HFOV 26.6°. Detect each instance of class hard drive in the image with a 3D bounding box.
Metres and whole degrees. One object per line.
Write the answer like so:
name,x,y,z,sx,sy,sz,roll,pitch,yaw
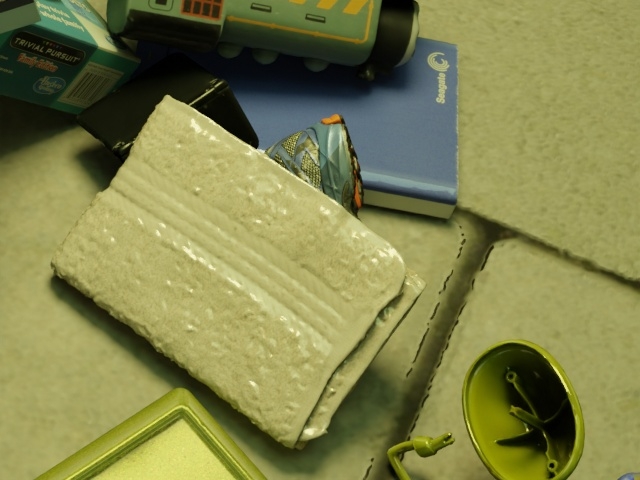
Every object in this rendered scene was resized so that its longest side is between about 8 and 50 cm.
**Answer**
hard drive,-0.024,-0.138,1.317,0.319,0.040,0.210,10,52,-7

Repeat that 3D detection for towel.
towel,-0.071,0.025,1.124,0.282,0.049,0.187,34,86,13

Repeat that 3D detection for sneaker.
sneaker,0.000,0.000,1.197,0.087,0.083,0.221,-12,66,8

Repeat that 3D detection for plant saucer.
plant saucer,-0.116,0.211,1.027,0.188,0.045,0.188,-32,67,-32

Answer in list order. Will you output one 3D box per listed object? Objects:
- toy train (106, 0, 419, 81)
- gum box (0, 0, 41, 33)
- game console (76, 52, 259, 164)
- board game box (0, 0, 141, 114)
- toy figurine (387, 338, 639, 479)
toy train,-0.048,-0.259,1.260,0.334,0.142,0.190,7,95,-23
gum box,-0.312,-0.223,1.026,0.157,0.041,0.184,-19,64,-8
game console,-0.137,-0.098,1.225,0.122,0.071,0.107,-37,110,-21
board game box,-0.346,-0.265,1.210,0.336,0.079,0.254,48,15,20
toy figurine,0.234,0.268,1.054,0.217,0.191,0.362,17,36,-42
